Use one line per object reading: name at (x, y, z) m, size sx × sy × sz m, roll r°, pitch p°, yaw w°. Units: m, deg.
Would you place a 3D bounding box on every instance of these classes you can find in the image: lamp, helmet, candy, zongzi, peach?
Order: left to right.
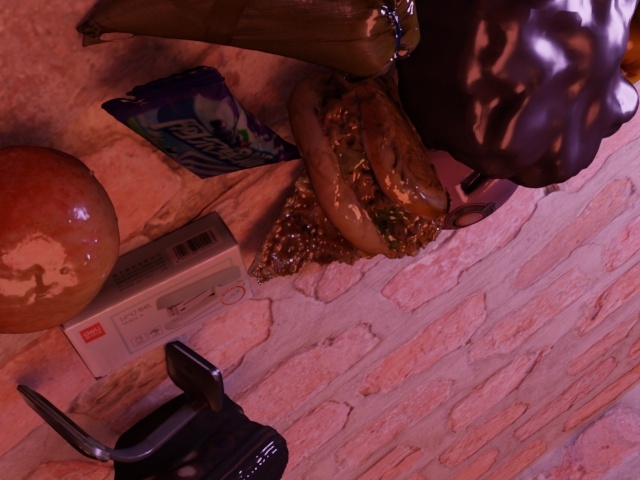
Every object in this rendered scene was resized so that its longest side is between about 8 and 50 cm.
peach at (-0.336, 0.012, 0.900) m, size 0.232 × 0.232 × 0.233 m, roll -22°, pitch 141°, yaw -19°
lamp at (-0.302, 0.242, 1.255) m, size 0.283 × 0.203 × 0.125 m, roll -28°, pitch 141°, yaw -47°
candy at (-0.129, -0.130, 0.982) m, size 0.145 × 0.070 × 0.275 m, roll -16°, pitch 162°, yaw 17°
zongzi at (-0.078, -0.216, 0.826) m, size 0.289 × 0.260 × 0.123 m, roll -32°, pitch 147°, yaw -9°
helmet at (0.227, -0.100, 1.290) m, size 0.198 × 0.154 × 0.253 m, roll 12°, pitch 118°, yaw -46°
peach at (0.456, -0.290, 1.303) m, size 0.179 × 0.103 × 0.179 m, roll -21°, pitch 143°, yaw -17°

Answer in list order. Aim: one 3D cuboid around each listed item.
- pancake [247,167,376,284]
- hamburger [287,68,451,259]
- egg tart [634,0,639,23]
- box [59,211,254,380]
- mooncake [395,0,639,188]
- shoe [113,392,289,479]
pancake at (0.000, 0.000, 1.259) m, size 0.244 × 0.057 × 0.266 m, roll -41°, pitch 141°, yaw -16°
hamburger at (0.071, -0.104, 1.079) m, size 0.146 × 0.243 × 0.286 m, roll -25°, pitch 117°, yaw 24°
egg tart at (0.539, -0.357, 1.197) m, size 0.318 × 0.319 × 0.128 m, roll 9°, pitch 157°, yaw -44°
box at (-0.235, 0.079, 1.166) m, size 0.269 × 0.079 × 0.135 m, roll -26°, pitch 142°, yaw -14°
mooncake at (0.260, -0.249, 1.021) m, size 0.350 × 0.212 × 0.381 m, roll -31°, pitch 129°, yaw -23°
shoe at (-0.248, 0.400, 1.321) m, size 0.384 × 0.237 × 0.171 m, roll -41°, pitch 145°, yaw -35°
